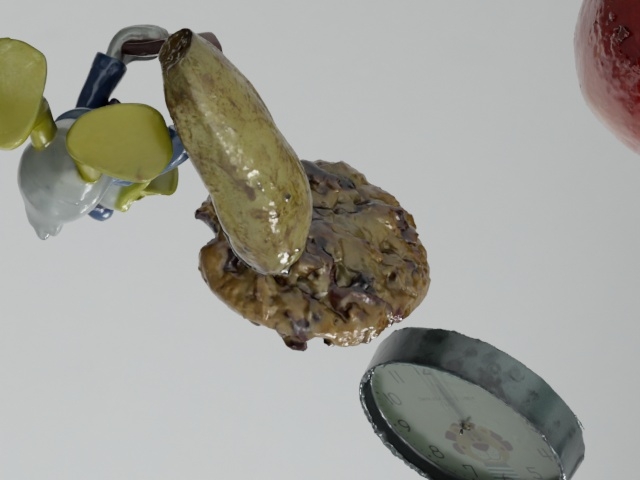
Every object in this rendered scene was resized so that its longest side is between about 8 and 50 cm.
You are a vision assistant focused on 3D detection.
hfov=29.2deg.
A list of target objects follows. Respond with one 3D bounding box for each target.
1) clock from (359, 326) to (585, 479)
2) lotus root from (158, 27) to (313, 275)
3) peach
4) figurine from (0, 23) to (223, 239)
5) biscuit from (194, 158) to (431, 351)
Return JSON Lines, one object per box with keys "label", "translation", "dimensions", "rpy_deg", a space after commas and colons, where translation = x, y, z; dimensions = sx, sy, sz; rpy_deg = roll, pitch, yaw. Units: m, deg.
{"label": "clock", "translation": [0.194, 0.241, 1.616], "dimensions": [0.061, 0.312, 0.312], "rpy_deg": [-54, -176, -33]}
{"label": "lotus root", "translation": [-0.074, -0.077, 1.150], "dimensions": [0.110, 0.097, 0.258], "rpy_deg": [-105, 170, -61]}
{"label": "peach", "translation": [0.527, -0.280, 1.745], "dimensions": [0.370, 0.370, 0.370], "rpy_deg": [-164, -90, -73]}
{"label": "figurine", "translation": [-0.227, -0.120, 1.303], "dimensions": [0.283, 0.204, 0.338], "rpy_deg": [-53, 179, -23]}
{"label": "biscuit", "translation": [-0.003, -0.003, 1.500], "dimensions": [0.334, 0.289, 0.081], "rpy_deg": [-40, 164, -51]}
